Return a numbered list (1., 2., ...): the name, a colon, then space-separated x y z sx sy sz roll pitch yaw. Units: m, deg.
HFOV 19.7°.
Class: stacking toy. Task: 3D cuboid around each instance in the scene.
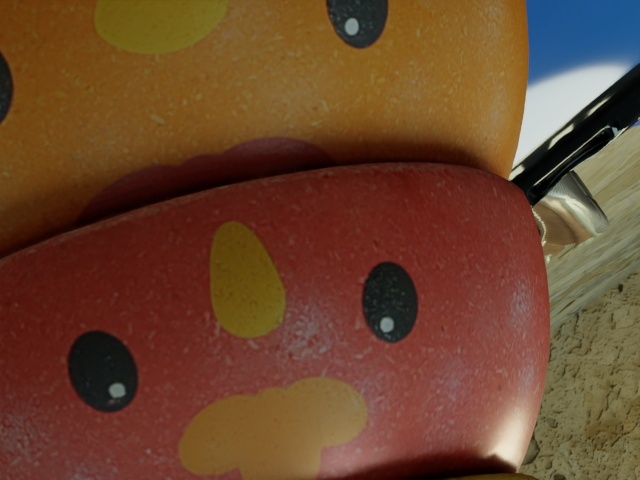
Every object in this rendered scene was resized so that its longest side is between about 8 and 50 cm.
1. stacking toy: -0.019 0.098 0.659 0.350 0.480 0.350 -18 164 -5

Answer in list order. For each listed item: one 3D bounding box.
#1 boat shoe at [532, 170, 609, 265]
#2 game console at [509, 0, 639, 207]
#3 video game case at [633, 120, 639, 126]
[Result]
1. boat shoe: 0.178 -0.023 1.630 0.116 0.123 0.324 -34 166 5
2. game console: 0.098 -0.112 1.161 0.293 0.173 0.250 -38 -161 -10
3. video game case: 0.329 -0.173 1.429 0.269 0.061 0.244 -14 164 -20
